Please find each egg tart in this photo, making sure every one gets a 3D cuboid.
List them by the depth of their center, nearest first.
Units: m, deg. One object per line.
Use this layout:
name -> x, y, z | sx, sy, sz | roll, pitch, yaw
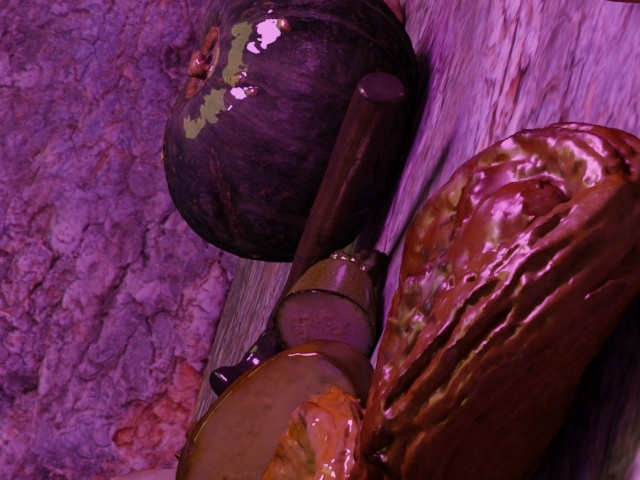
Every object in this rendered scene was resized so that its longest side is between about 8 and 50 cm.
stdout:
egg tart -> 0.002, 0.243, 1.175 | 0.294, 0.123, 0.294 | -158, 90, -82

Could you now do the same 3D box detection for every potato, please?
potato -> -0.044, 0.184, 1.494 | 0.176, 0.141, 0.298 | -47, -10, -45

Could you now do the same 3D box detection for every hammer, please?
hammer -> 0.000, 0.000, 1.664 | 0.168, 0.044, 0.440 | -30, -25, -36

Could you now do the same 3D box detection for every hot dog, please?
hot dog -> 0.096, 0.055, 0.930 | 0.196, 0.122, 0.272 | -80, 9, -53

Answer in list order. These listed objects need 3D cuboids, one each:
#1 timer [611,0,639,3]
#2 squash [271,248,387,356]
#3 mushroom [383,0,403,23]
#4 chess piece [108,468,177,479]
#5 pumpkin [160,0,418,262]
timer -> 0.153, -0.237, 0.799 | 0.215, 0.230, 0.229 | -64, 6, -10
squash -> 0.018, 0.047, 1.636 | 0.132, 0.105, 0.105 | -69, 3, -48
mushroom -> 0.017, -0.176, 2.177 | 0.123, 0.095, 0.351 | -120, 44, -56
chess piece -> -0.165, 0.451, 1.574 | 0.442, 0.234, 0.234 | -86, 16, -49
pumpkin -> -0.036, -0.139, 1.818 | 0.327, 0.257, 0.291 | -62, 18, 18
